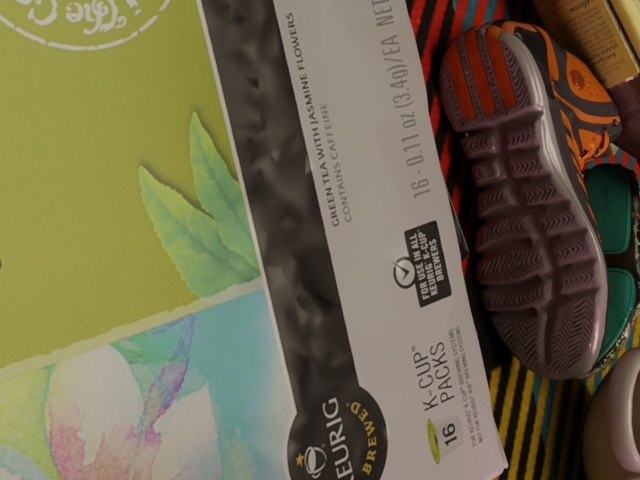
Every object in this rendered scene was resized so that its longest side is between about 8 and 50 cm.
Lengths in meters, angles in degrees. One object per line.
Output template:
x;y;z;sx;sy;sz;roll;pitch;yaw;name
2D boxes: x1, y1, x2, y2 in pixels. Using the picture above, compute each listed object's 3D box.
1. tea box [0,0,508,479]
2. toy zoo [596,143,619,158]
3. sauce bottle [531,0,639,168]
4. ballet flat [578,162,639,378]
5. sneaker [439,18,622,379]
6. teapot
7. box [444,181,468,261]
-0.130;-0.004;0.567;0.323;0.220;0.329;-20;100;-37;tea box
0.335;-0.231;1.465;0.293;0.030;0.192;-41;116;-49;toy zoo
0.292;-0.172;1.274;0.111;0.111;0.344;-32;98;-52;sauce bottle
0.276;0.036;1.296;0.077;0.091;0.241;66;37;-58;ballet flat
0.220;-0.046;1.192;0.180;0.125;0.321;-18;98;-53;sneaker
0.347;0.225;1.223;0.187;0.256;0.252;-57;172;-40;teapot
0.024;-0.045;0.984;0.175;0.051;0.220;-42;117;-49;box
